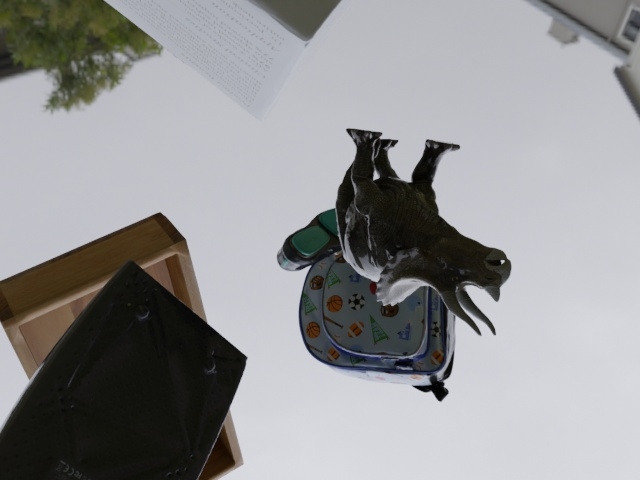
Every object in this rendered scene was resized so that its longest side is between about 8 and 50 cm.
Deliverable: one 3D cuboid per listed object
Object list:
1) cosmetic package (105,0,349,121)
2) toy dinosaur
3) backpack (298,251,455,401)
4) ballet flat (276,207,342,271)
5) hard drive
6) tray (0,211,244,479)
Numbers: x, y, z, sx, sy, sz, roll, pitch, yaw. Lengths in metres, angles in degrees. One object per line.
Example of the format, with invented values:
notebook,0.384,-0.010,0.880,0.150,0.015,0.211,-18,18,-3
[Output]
cosmetic package,-0.083,-0.406,0.986,0.329,0.394,0.327,37,-100,-8
toy dinosaur,0.057,-0.021,0.756,0.121,0.160,0.313,6,-175,-20
backpack,0.094,0.128,1.375,0.263,0.213,0.276,-4,-115,21
ballet flat,0.000,0.000,1.235,0.074,0.074,0.203,31,-147,22
hard drive,-0.178,0.162,0.663,0.172,0.054,0.254,44,-127,-26
tray,-0.228,0.180,0.959,0.203,0.411,0.076,-26,-136,-22
